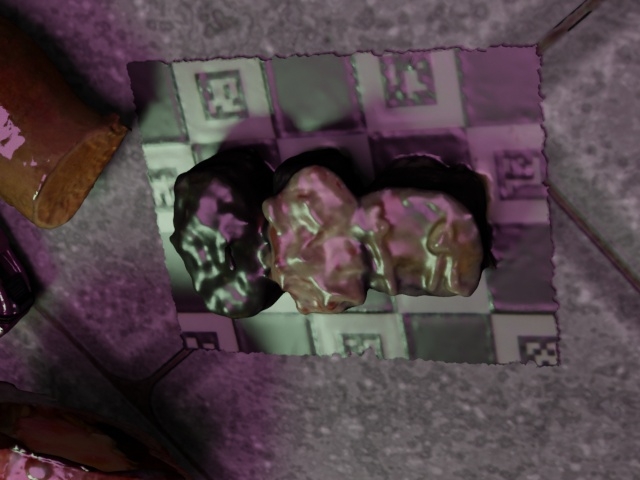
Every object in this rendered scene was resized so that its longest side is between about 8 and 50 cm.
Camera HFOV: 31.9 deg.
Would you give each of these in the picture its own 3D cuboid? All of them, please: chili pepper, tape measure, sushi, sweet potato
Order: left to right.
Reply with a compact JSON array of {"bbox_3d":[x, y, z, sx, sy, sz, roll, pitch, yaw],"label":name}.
[{"bbox_3d":[-0.326,-0.159,0.984,0.336,0.131,0.131,42,123,-4],"label":"sweet potato"},{"bbox_3d":[-0.353,0.044,1.123,0.118,0.074,0.125,-24,102,31],"label":"tape measure"},{"bbox_3d":[-0.285,0.313,1.069,0.251,0.305,0.229,25,174,-31],"label":"chili pepper"},{"bbox_3d":[0.000,0.000,0.941,0.373,0.100,0.296,2,115,22],"label":"sushi"}]
